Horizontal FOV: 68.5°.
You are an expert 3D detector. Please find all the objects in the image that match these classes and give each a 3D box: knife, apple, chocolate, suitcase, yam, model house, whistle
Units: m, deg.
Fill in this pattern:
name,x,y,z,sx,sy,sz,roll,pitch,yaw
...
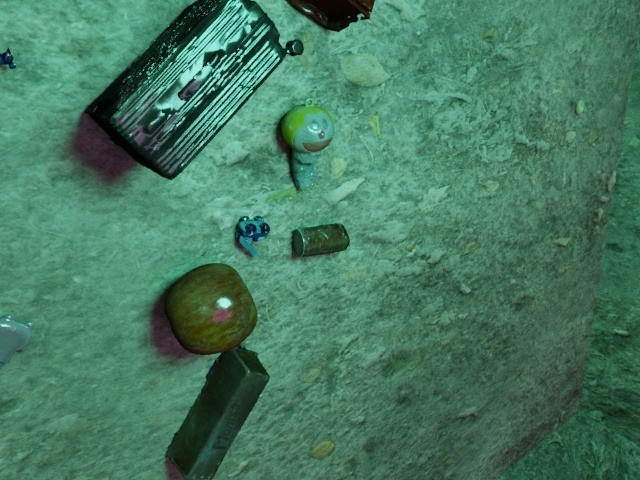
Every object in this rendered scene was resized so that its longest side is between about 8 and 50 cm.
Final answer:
name,x,y,z,sx,sy,sz,roll,pitch,yaw
knife,-0.669,0.306,0.846,0.132,0.038,0.399,37,83,-41
apple,-0.234,0.146,1.002,0.173,0.188,0.189,-25,120,-16
chocolate,-0.240,0.416,1.142,0.111,0.111,0.321,32,87,-41
suitcase,-0.227,-0.278,0.828,0.335,0.229,0.152,-51,127,-10
yam,0.000,-0.002,1.188,0.141,0.079,0.079,-9,111,-32
model house,0.038,-0.595,0.951,0.195,0.160,0.254,21,92,-37
whistle,-0.027,-0.214,1.074,0.122,0.123,0.223,-18,131,-29

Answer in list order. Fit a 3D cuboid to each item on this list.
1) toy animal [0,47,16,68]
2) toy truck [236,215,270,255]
name,x,y,z,sx,sy,sz,roll,pitch,yaw
toy animal,-0.585,-0.272,0.700,0.216,0.041,0.075,-22,120,-22
toy truck,-0.158,-0.008,1.090,0.073,0.056,0.090,-2,121,-30
